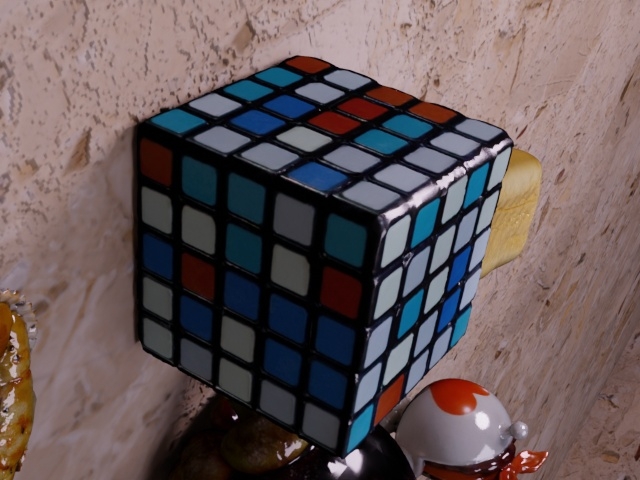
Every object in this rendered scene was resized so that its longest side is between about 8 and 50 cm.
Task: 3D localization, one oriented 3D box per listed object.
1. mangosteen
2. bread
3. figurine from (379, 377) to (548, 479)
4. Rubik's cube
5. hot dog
[{"bbox_3d":[-0.029,0.198,0.780,0.211,0.211,0.250,-38,112,-44],"label":"mangosteen"},{"bbox_3d":[0.167,-0.033,1.038,0.217,0.098,0.147,-13,122,-62],"label":"bread"},{"bbox_3d":[0.126,0.200,1.015,0.183,0.226,0.160,4,107,-63],"label":"figurine"},{"bbox_3d":[0.000,0.000,0.648,0.187,0.182,0.184,-33,139,-48],"label":"Rubik's cube"},{"bbox_3d":[-0.200,0.111,0.509,0.099,0.053,0.192,-6,120,-66],"label":"hot dog"}]
